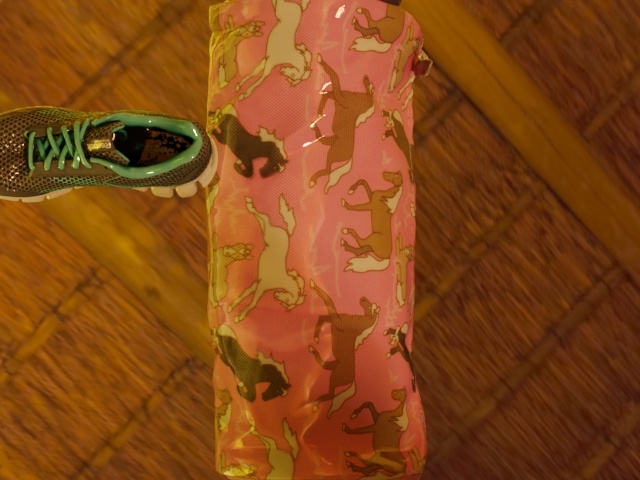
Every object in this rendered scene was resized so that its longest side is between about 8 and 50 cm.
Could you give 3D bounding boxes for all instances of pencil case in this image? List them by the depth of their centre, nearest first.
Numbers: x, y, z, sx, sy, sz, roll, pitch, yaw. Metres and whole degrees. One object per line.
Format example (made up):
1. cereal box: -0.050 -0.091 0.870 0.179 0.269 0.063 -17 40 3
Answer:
1. pencil case: 0.000 0.000 0.970 0.167 0.160 0.386 0 -92 22

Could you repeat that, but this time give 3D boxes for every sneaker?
1. sneaker: -0.144 -0.060 0.793 0.166 0.076 0.065 -4 -96 -11
